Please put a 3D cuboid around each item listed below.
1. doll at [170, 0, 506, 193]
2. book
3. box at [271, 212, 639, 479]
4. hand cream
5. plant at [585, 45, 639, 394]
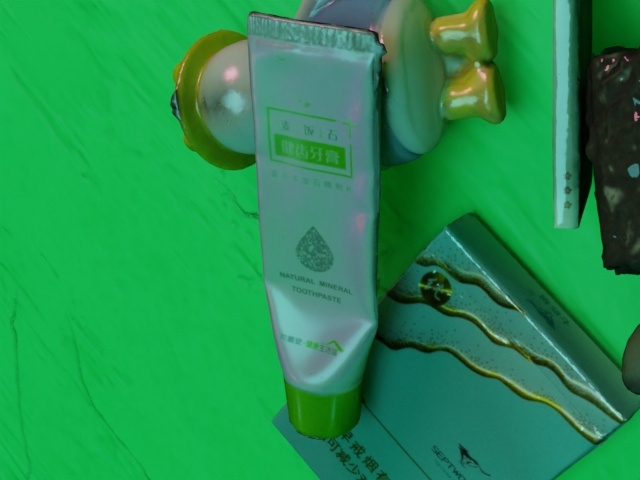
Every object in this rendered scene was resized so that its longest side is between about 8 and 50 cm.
[{"bbox_3d":[-0.004,-0.096,0.692,0.241,0.099,0.135,-2,133,37],"label":"doll"},{"bbox_3d":[0.136,-0.085,0.594,0.017,0.103,0.135,1,108,17],"label":"book"},{"bbox_3d":[0.082,0.114,0.740,0.162,0.041,0.229,47,127,13],"label":"box"},{"bbox_3d":[0.001,-0.001,0.670,0.079,0.050,0.275,-1,121,2],"label":"hand cream"},{"bbox_3d":[0.213,0.025,0.547,0.149,0.146,0.274,-6,103,34],"label":"plant"}]
